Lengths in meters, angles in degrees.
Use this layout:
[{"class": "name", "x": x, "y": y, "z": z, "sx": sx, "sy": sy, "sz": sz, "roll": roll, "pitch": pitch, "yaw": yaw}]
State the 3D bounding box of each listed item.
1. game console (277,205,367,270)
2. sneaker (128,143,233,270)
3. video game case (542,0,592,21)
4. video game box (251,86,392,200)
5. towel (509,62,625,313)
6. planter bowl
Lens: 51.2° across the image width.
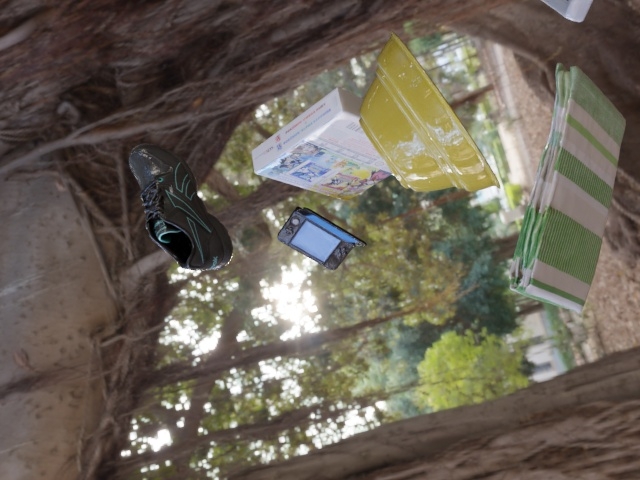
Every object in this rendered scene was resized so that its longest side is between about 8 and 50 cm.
[{"class": "game console", "x": 0.000, "y": 0.000, "z": 1.117, "sx": 0.122, "sy": 0.107, "sz": 0.071, "roll": 31, "pitch": -155, "yaw": -13}, {"class": "sneaker", "x": -0.257, "y": -0.059, "z": 1.154, "sx": 0.267, "sy": 0.101, "sz": 0.106, "roll": 52, "pitch": -147, "yaw": 10}, {"class": "video game case", "x": 0.447, "y": -0.549, "z": 1.090, "sx": 0.300, "sy": 0.036, "sz": 0.328, "roll": -85, "pitch": 11, "yaw": -61}, {"class": "video game box", "x": 0.034, "y": -0.135, "z": 1.003, "sx": 0.205, "sy": 0.187, "sz": 0.048, "roll": 13, "pitch": -125, "yaw": -44}, {"class": "towel", "x": 0.371, "y": -0.064, "z": 0.985, "sx": 0.248, "sy": 0.038, "sz": 0.324, "roll": 18, "pitch": -97, "yaw": -47}, {"class": "planter bowl", "x": 0.107, "y": -0.124, "z": 0.765, "sx": 0.217, "sy": 0.090, "sz": 0.217, "roll": 52, "pitch": -167, "yaw": -17}]
